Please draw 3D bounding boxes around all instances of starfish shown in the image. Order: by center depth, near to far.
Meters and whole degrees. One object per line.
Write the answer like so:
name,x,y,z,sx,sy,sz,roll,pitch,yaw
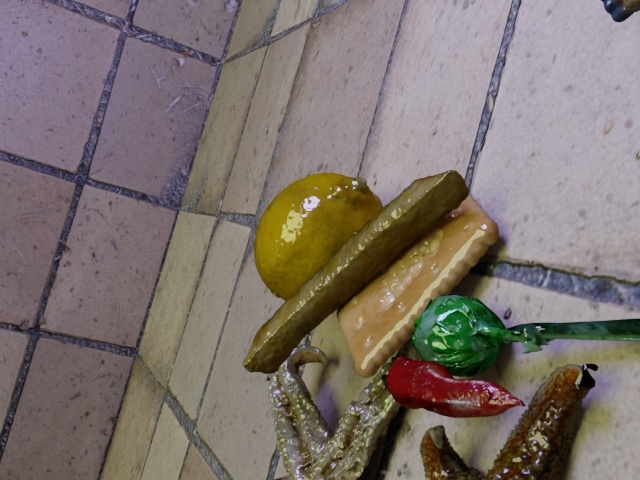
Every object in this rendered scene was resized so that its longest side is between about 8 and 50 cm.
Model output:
starfish,0.164,0.271,0.631,0.303,0.113,0.312,-40,37,52
starfish,0.036,0.271,0.943,0.432,0.082,0.323,-10,57,58

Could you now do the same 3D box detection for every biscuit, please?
biscuit,0.112,0.044,0.912,0.249,0.030,0.160,-50,24,16

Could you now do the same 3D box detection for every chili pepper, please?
chili pepper,0.113,0.154,0.738,0.268,0.051,0.059,169,88,-70

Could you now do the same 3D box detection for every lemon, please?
lemon,0.000,0.000,1.074,0.256,0.188,0.188,-50,32,35

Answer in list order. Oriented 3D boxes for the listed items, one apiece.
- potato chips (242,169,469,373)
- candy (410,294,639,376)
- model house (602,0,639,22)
potato chips,0.040,0.040,0.943,0.407,0.057,0.080,-44,22,28
candy,0.211,0.090,0.696,0.323,0.097,0.097,-12,63,55
model house,0.287,-0.306,0.646,0.166,0.183,0.172,-34,42,57
